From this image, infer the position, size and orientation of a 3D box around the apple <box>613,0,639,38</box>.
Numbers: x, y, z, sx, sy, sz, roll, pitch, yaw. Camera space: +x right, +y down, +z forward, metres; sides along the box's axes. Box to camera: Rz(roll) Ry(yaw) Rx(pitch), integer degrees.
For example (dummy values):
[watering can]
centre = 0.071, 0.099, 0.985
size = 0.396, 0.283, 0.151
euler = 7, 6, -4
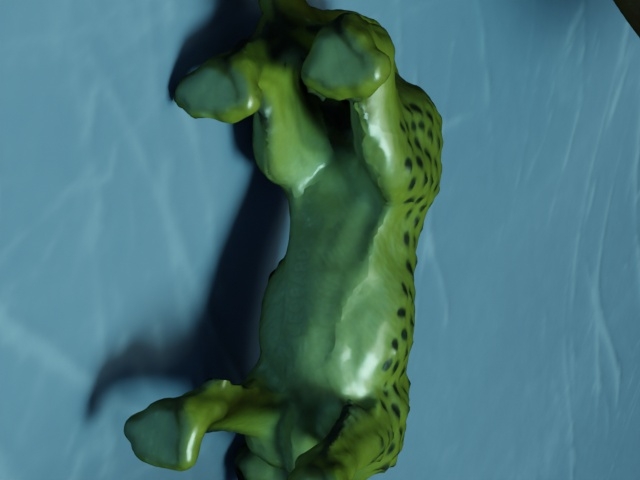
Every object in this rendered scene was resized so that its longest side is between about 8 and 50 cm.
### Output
[apple]
centre = 0.257, -0.188, 0.672
size = 0.391, 0.346, 0.391
euler = -28, 125, -51

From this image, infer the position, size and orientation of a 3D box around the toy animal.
[toy animal]
centre = 0.000, 0.000, 0.588
size = 0.136, 0.073, 0.181
euler = 0, 93, -74
